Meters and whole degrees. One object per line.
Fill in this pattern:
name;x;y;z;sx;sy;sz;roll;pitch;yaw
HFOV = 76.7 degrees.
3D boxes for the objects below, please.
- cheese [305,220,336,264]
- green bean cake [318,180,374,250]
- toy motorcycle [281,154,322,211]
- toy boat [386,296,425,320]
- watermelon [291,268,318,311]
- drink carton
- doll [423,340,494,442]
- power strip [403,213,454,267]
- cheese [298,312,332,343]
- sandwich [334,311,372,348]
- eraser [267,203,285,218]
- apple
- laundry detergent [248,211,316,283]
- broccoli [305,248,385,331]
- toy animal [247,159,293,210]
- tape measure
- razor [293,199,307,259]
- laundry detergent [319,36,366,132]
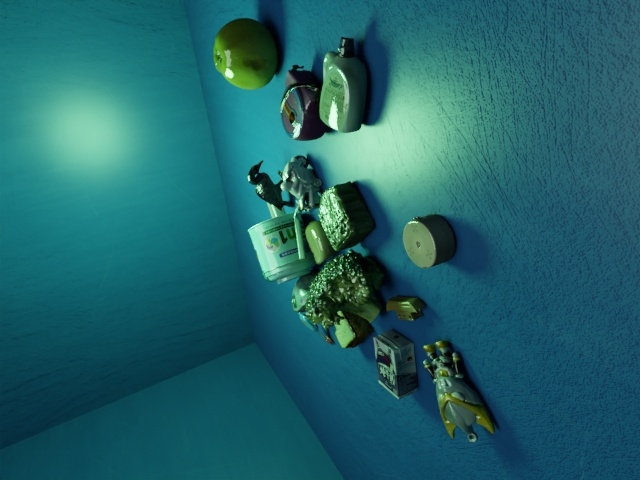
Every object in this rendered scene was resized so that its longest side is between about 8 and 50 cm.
cheese;0.000;0.000;1.864;0.202;0.091;0.175;68;157;12
green bean cake;0.088;-0.094;1.577;0.227;0.125;0.222;69;156;18
toy motorcycle;-0.096;-0.251;1.791;0.260;0.171;0.110;71;158;8
toy boat;0.299;0.243;1.440;0.077;0.057;0.200;67;157;-5
watermelon;-0.090;0.273;2.149;0.188;0.175;0.322;62;153;19
drink carton;0.292;0.476;1.572;0.134;0.102;0.222;26;129;61
doll;0.427;0.478;1.286;0.103;0.145;0.316;27;-138;-69
power strip;0.317;0.000;1.194;0.154;0.078;0.154;49;148;46
cheese;-0.028;0.485;2.238;0.256;0.037;0.106;42;159;0
sandwich;0.111;0.357;1.879;0.273;0.095;0.249;62;154;22
eraser;-0.238;-0.133;2.314;0.089;0.061;0.352;-23;85;67
apple;-0.332;-0.817;1.787;0.292;0.254;0.292;36;134;48
laundry detergent;-0.181;0.048;2.043;0.287;0.287;0.305;-31;78;66
broccoli;0.090;0.203;1.600;0.277;0.317;0.338;-41;-44;-73
toy animal;-0.245;-0.273;2.082;0.122;0.185;0.298;30;152;50
tape measure;-0.056;-0.511;1.559;0.231;0.149;0.245;59;146;32
razor;-0.097;-0.043;1.923;0.111;0.056;0.278;53;-146;-71
laundry detergent;0.067;-0.516;1.325;0.215;0.105;0.280;49;149;45
